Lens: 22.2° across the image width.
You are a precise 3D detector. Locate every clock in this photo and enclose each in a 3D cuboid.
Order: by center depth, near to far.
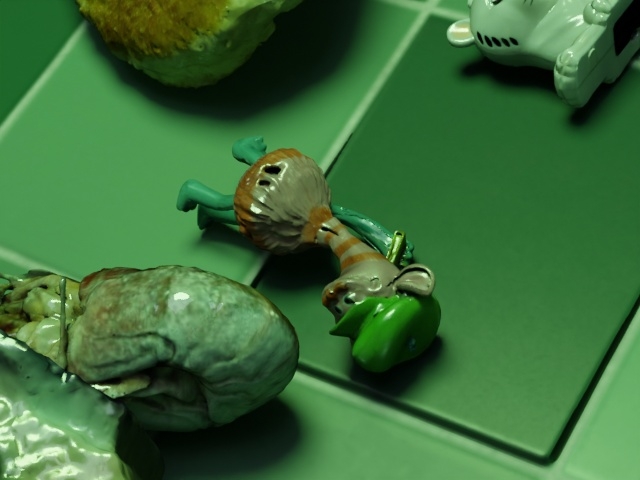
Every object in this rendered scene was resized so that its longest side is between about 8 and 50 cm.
[{"bbox_3d":[0.180,-0.184,1.169,0.117,0.080,0.176,28,66,29],"label":"clock"}]

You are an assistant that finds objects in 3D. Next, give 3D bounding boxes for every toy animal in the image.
[{"bbox_3d":[0.000,0.000,1.077,0.208,0.100,0.103,34,28,34],"label":"toy animal"}]

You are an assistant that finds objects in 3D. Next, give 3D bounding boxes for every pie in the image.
[{"bbox_3d":[-0.095,-0.273,1.198,0.315,0.092,0.315,-10,75,43],"label":"pie"}]

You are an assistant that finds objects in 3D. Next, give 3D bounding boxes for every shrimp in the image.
[{"bbox_3d":[-0.179,0.069,1.022,0.343,0.145,0.116,-4,73,18],"label":"shrimp"}]

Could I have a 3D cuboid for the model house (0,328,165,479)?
[{"bbox_3d":[-0.218,0.181,0.841,0.298,0.243,0.284,-19,68,-3],"label":"model house"}]
